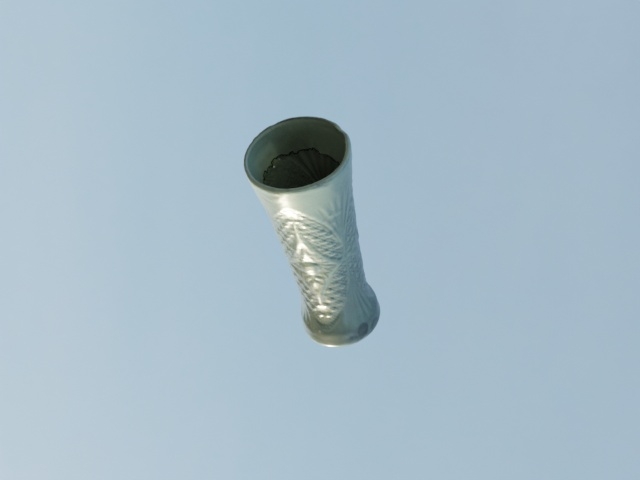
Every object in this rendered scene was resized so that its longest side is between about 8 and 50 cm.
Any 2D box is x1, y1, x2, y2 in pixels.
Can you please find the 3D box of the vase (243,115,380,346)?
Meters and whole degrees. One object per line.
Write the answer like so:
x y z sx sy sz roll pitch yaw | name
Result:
0.000 0.000 1.763 0.096 0.219 0.096 -8 -136 8 | vase
